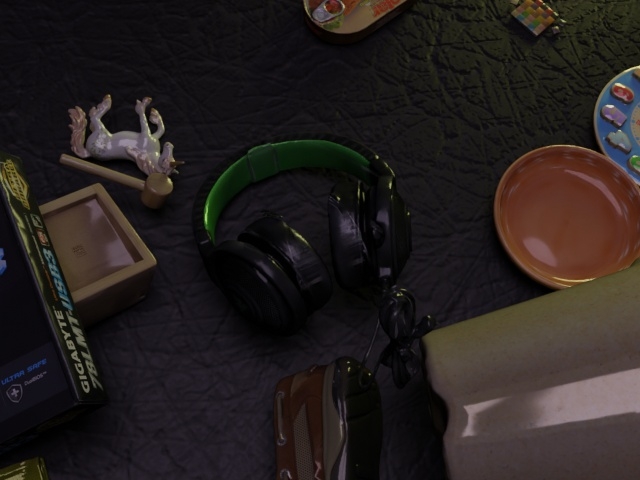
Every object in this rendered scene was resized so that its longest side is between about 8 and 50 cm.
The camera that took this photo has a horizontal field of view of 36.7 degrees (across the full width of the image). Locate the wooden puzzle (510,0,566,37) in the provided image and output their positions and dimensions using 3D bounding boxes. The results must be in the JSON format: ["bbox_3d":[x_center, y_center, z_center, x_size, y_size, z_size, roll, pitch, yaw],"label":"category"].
[{"bbox_3d":[0.300,-0.313,1.349,0.049,0.006,0.083,-41,76,-18],"label":"wooden puzzle"}]

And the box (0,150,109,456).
[{"bbox_3d":[-0.404,0.096,1.021,0.295,0.073,0.293,-26,76,12],"label":"box"}]

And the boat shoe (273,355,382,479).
[{"bbox_3d":[-0.001,0.289,1.030,0.119,0.122,0.324,-10,62,24],"label":"boat shoe"}]

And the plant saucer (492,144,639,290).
[{"bbox_3d":[0.312,-0.024,1.215,0.199,0.037,0.200,2,68,-4],"label":"plant saucer"}]

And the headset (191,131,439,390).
[{"bbox_3d":[0.000,0.000,1.067,0.243,0.185,0.394,-24,50,-12],"label":"headset"}]

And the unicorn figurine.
[{"bbox_3d":[-0.235,-0.126,1.208,0.161,0.060,0.111,-5,68,11],"label":"unicorn figurine"}]

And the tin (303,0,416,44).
[{"bbox_3d":[0.061,-0.340,1.326,0.189,0.040,0.106,-36,71,-17],"label":"tin"}]

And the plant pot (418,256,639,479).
[{"bbox_3d":[0.270,0.180,0.999,0.305,0.334,0.334,-11,69,3],"label":"plant pot"}]

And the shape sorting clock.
[{"bbox_3d":[0.464,-0.149,1.276,0.206,0.040,0.206,2,67,-4],"label":"shape sorting clock"}]

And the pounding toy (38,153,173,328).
[{"bbox_3d":[-0.267,-0.008,1.137,0.206,0.094,0.181,-27,70,-34],"label":"pounding toy"}]

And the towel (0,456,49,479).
[{"bbox_3d":[-0.313,0.355,1.017,0.102,0.021,0.237,-17,70,-12],"label":"towel"}]
